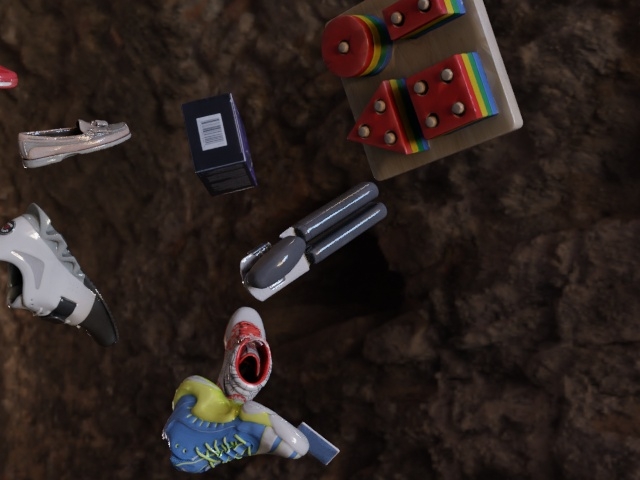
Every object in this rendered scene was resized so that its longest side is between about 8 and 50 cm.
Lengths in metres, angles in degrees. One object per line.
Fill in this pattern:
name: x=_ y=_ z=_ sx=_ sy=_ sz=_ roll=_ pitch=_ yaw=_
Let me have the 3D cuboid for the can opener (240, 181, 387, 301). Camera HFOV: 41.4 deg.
can opener: x=0.000 y=0.000 z=1.314 sx=0.095 sy=0.283 sz=0.076 roll=7 pitch=-55 yaw=59

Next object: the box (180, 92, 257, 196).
box: x=-0.210 y=-0.196 z=1.778 sx=0.207 sy=0.108 sz=0.153 roll=76 pitch=1 yaw=-80

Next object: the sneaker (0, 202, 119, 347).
sneaker: x=-0.504 y=0.098 z=1.581 sx=0.122 sy=0.146 sz=0.331 roll=21 pitch=-35 yaw=50

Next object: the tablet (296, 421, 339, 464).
tablet: x=-0.010 y=0.363 z=1.512 sx=0.083 sy=0.006 sz=0.054 roll=38 pitch=-51 yaw=4

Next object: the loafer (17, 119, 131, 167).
loafer: x=-0.273 y=-0.116 z=0.944 sx=0.045 sy=0.125 sz=0.039 roll=24 pitch=-50 yaw=56

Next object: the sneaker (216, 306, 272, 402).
sneaker: x=-0.137 y=0.210 z=1.658 sx=0.145 sy=0.090 sz=0.270 roll=-54 pitch=-163 yaw=42

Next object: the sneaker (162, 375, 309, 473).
sneaker: x=-0.125 y=0.275 z=1.147 sx=0.240 sy=0.091 sz=0.126 roll=14 pitch=-114 yaw=44

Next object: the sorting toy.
sorting toy: x=0.120 y=-0.236 z=1.201 sx=0.255 sy=0.089 sz=0.257 roll=-19 pitch=-90 yaw=42

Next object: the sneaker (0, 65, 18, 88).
sneaker: x=-0.661 y=-0.366 z=1.561 sx=0.087 sy=0.221 sz=0.128 roll=-131 pitch=-121 yaw=-66
